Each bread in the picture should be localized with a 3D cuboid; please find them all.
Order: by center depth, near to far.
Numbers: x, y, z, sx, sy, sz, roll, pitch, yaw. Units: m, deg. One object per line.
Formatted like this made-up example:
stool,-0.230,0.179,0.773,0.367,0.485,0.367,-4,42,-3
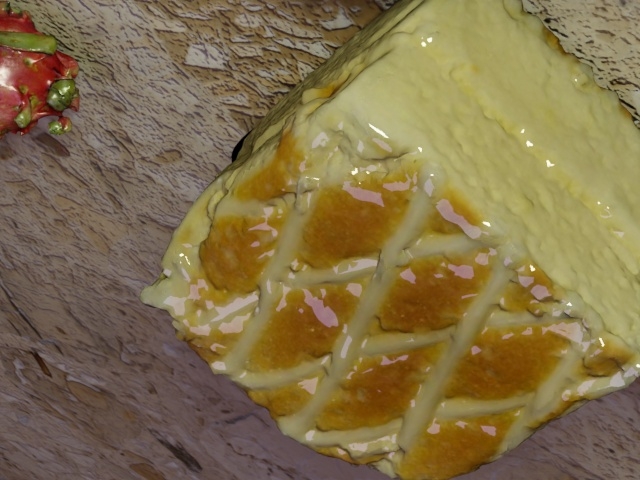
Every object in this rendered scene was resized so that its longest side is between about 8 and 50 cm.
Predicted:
bread,0.096,-0.001,1.524,0.371,0.279,0.390,43,133,-13

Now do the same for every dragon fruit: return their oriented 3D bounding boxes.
dragon fruit,-0.350,-0.179,1.774,0.172,0.166,0.160,-4,99,-2

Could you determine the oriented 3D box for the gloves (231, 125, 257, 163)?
gloves,0.004,-0.010,1.775,0.135,0.107,0.268,-20,105,40
